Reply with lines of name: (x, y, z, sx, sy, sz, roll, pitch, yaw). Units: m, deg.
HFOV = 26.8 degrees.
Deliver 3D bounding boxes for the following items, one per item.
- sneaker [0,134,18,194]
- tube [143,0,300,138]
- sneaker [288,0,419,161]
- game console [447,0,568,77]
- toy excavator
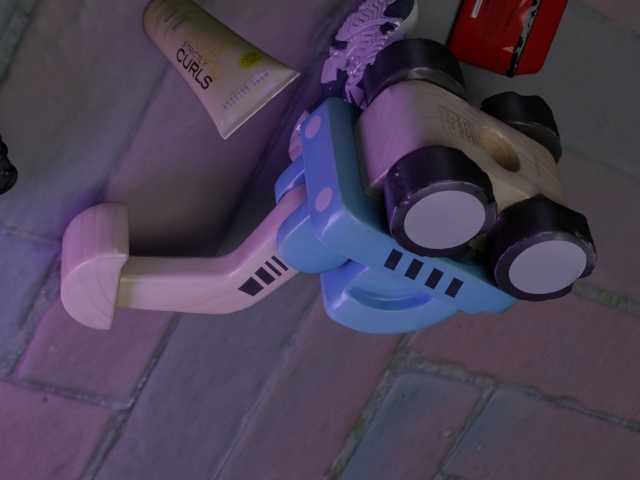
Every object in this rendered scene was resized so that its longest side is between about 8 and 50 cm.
sneaker: (-0.358, -0.109, 1.313, 0.135, 0.098, 0.276, 3, 118, -28)
tube: (-0.105, -0.178, 1.312, 0.062, 0.240, 0.070, 1, 118, -30)
sneaker: (0.081, -0.161, 1.512, 0.153, 0.094, 0.235, 14, 111, -34)
game console: (0.226, -0.272, 1.573, 0.124, 0.085, 0.144, 18, 111, -1)
toy excavator: (0.000, 0.000, 1.436, 0.433, 0.222, 0.445, 24, 128, -31)
